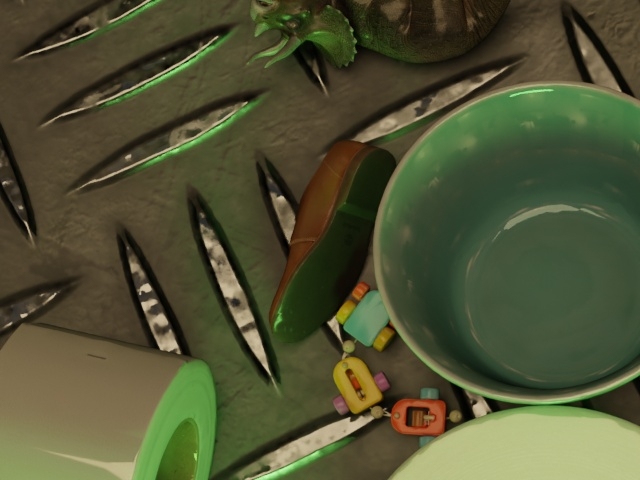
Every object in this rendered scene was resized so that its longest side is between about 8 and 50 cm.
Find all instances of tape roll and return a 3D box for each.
[{"bbox_3d":[-0.214,0.211,1.872,0.169,0.246,0.246,12,82,14],"label":"tape roll"},{"bbox_3d":[0.208,0.344,1.823,0.392,0.072,0.392,-1,86,7],"label":"tape roll"}]

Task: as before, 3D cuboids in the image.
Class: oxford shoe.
[{"bbox_3d":[0.000,0.000,1.969,0.076,0.076,0.212,25,87,45],"label":"oxford shoe"}]

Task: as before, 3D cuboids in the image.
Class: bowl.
[{"bbox_3d":[0.213,0.026,1.844,0.311,0.163,0.311,-4,67,10],"label":"bowl"}]

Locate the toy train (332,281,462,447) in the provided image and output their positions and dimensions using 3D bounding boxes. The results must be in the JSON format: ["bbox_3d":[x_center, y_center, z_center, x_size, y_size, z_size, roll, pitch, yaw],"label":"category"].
[{"bbox_3d":[0.074,0.119,1.934,0.125,0.046,0.166,-3,82,10],"label":"toy train"}]

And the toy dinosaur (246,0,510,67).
[{"bbox_3d":[0.092,-0.238,1.978,0.313,0.121,0.160,5,92,8],"label":"toy dinosaur"}]
